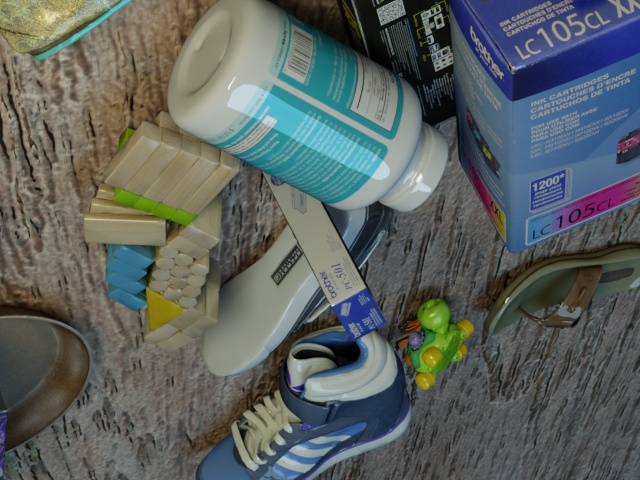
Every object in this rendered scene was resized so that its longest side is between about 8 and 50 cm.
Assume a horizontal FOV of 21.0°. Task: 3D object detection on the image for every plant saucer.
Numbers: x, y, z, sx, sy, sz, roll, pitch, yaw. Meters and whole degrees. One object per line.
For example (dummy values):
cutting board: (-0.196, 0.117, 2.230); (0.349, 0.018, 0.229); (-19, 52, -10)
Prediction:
plant saucer: (-0.410, 0.165, 1.945); (0.311, 0.050, 0.310); (-19, 148, -13)

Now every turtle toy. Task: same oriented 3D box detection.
turtle toy: (0.153, 0.131, 2.304); (0.095, 0.066, 0.130); (-38, 153, -35)

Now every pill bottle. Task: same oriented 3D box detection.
pill bottle: (-0.005, -0.121, 1.665); (0.264, 0.146, 0.146); (28, 122, -28)

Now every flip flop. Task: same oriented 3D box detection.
flip flop: (0.352, 0.077, 2.389); (0.277, 0.080, 0.112); (-12, 146, -25)

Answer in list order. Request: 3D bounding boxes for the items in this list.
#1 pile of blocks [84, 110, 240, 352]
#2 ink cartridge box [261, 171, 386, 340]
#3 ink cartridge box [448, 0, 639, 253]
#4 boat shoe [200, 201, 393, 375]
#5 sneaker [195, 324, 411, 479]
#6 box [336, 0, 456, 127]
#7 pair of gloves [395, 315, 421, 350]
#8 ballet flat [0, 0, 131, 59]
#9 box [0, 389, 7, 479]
pile of blocks: (-0.169, -0.030, 1.805); (0.149, 0.112, 0.362); (4, 142, -6)
ink cartridge box: (0.000, 0.000, 1.867); (0.046, 0.207, 0.097); (-29, 149, 1)
ink cartridge box: (0.274, -0.188, 1.720); (0.270, 0.151, 0.395); (-24, 148, -8)
boat shoe: (-0.026, 0.052, 2.036); (0.102, 0.108, 0.301); (12, 124, -45)
sneaker: (-0.045, 0.215, 2.257); (0.323, 0.130, 0.236); (-23, 140, 1)
box: (0.148, -0.255, 1.732); (0.257, 0.079, 0.322); (-28, 150, -3)
pair of gloves: (0.139, 0.122, 2.355); (0.074, 0.010, 0.083); (-20, 149, -14)
ballet flat: (-0.131, -0.280, 1.454); (0.349, 0.123, 0.123); (-30, 150, 0)
box: (-0.425, 0.210, 1.848); (0.153, 0.108, 0.207); (-14, 147, -21)
